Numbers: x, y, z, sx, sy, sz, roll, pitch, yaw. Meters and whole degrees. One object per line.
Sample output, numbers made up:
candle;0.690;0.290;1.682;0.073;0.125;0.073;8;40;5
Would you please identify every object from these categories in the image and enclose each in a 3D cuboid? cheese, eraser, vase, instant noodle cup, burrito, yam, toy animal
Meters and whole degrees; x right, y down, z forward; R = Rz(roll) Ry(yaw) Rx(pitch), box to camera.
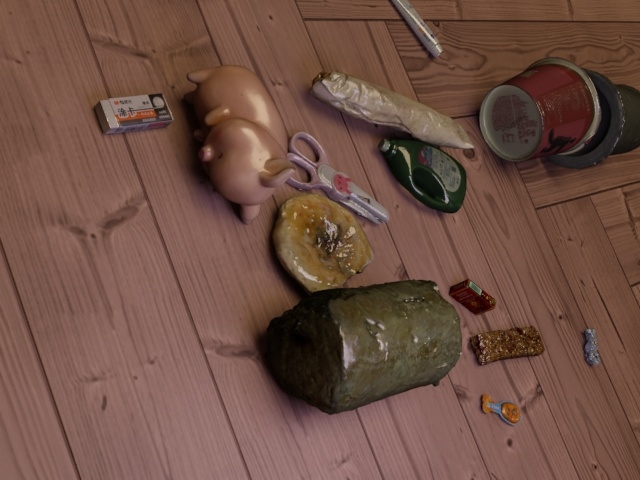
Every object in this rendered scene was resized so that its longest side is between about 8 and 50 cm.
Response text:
cheese;0.353;0.329;1.683;0.111;0.017;0.047;23;53;-29
eraser;-0.298;-0.203;1.390;0.122;0.029;0.052;-15;79;-44
vase;0.693;-0.299;2.143;0.291;0.245;0.245;-7;74;-47
instant noodle cup;0.487;-0.287;1.971;0.179;0.235;0.234;-22;84;-36
burrito;0.143;-0.261;1.746;0.392;0.117;0.076;16;102;-31
yam;0.069;0.169;1.407;0.300;0.195;0.195;-4;72;-42
toy animal;-0.132;-0.172;1.435;0.154;0.166;0.250;-9;70;-13

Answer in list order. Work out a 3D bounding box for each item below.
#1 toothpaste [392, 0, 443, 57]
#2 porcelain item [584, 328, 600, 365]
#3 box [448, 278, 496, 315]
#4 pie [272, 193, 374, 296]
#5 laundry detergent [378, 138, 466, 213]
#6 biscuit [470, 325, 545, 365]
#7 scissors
toothpaste;0.207;-0.511;1.970;0.218;0.033;0.052;53;42;-2
porcelain item;0.606;0.239;1.933;0.036;0.028;0.083;17;60;-37
box;0.303;0.114;1.723;0.082;0.051;0.023;36;51;-20
pie;-0.002;0.001;1.524;0.185;0.052;0.218;51;44;-1
laundry detergent;0.203;-0.141;1.760;0.211;0.063;0.137;26;57;-28
biscuit;0.380;0.211;1.752;0.199;0.034;0.064;-1;69;-41
scissors;0.031;-0.104;1.617;0.242;0.030;0.118;33;51;-19
